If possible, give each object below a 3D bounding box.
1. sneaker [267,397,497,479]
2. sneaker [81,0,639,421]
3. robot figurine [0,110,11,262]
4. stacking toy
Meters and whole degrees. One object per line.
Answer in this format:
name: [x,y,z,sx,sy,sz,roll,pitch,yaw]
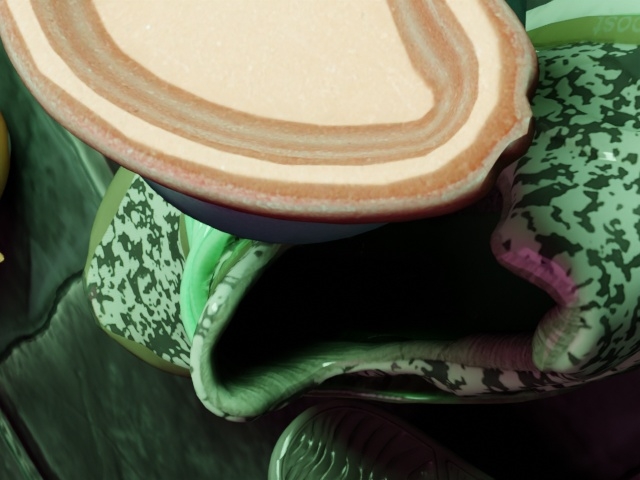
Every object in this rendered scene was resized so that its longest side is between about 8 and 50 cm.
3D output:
sneaker: [0.073,0.151,0.693,0.222,0.083,0.118,41,167,7]
sneaker: [0.000,0.000,0.600,0.410,0.182,0.158,-13,99,51]
robot figurine: [-0.254,-0.068,0.902,0.219,0.128,0.158,42,133,28]
stacking toy: [0.063,-0.141,0.462,0.279,0.130,0.309,6,80,14]
